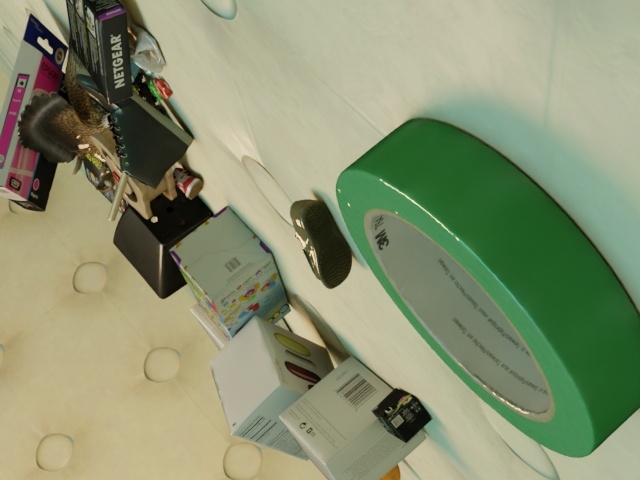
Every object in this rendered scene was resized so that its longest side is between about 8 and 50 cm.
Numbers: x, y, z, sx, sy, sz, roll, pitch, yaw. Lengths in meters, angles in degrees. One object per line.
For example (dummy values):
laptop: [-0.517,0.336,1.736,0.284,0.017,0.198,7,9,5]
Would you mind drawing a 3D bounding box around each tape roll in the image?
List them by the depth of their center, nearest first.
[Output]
tape roll: [0.144,0.044,0.904,0.321,0.077,0.321,48,167,15]

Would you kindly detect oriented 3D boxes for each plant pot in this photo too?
plant pot: [-0.318,-0.024,2.201,0.187,0.188,0.167,47,155,18]

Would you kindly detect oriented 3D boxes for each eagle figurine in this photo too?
eagle figurine: [-0.482,-0.246,2.104,0.298,0.225,0.226,46,-176,-37]

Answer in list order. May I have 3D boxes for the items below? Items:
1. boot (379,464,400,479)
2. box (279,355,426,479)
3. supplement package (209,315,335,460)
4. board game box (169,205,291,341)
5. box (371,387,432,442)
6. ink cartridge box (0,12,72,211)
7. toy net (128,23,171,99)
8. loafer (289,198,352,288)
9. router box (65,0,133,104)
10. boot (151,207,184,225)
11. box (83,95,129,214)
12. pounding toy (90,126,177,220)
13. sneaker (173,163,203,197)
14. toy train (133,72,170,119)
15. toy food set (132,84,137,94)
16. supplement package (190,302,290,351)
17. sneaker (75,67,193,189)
boot: [0.060,0.404,2.243,0.295,0.104,0.211,49,169,27]
box: [0.056,0.334,1.850,0.181,0.182,0.119,34,159,54]
supplement package: [-0.076,0.287,2.004,0.203,0.149,0.194,29,-156,-38]
board game box: [-0.170,0.080,2.010,0.142,0.144,0.275,46,167,23]
box: [0.134,0.290,1.718,0.052,0.062,0.083,52,168,-13]
ink cartridge box: [-0.581,-0.259,2.119,0.069,0.371,0.176,7,168,14]
toy net: [-0.278,-0.266,1.600,0.122,0.045,0.232,54,168,-11]
loafer: [0.000,0.000,1.369,0.050,0.056,0.148,38,153,49]
router box: [-0.328,-0.308,1.525,0.133,0.046,0.179,54,157,25]
boot: [-0.377,-0.038,2.533,0.203,0.095,0.262,38,154,47]
box: [-0.495,-0.194,2.429,0.270,0.060,0.216,38,144,46]
pounding toy: [-0.380,-0.129,1.950,0.154,0.155,0.269,46,163,13]
sneaker: [-0.263,-0.118,2.002,0.067,0.042,0.118,48,170,-1]
toy train: [-0.301,-0.249,1.782,0.036,0.027,0.158,43,166,46]
toy food set: [-0.339,-0.258,1.894,0.132,0.038,0.192,56,179,0]
supplement package: [-0.154,0.244,2.443,0.204,0.145,0.262,39,164,46]
sneaker: [-0.333,-0.186,1.727,0.222,0.118,0.083,35,174,-14]
